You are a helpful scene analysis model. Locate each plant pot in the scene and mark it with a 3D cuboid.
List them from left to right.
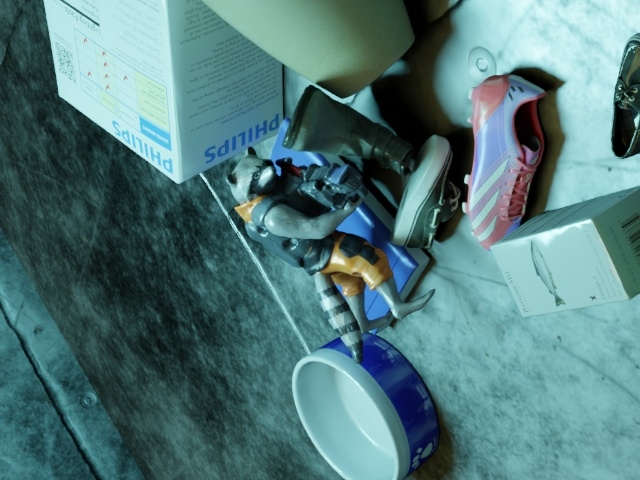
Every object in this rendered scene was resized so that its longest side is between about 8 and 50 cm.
[{"bbox_3d":[-0.013,-0.325,1.339,0.274,0.256,0.256,50,150,-15],"label":"plant pot"}]

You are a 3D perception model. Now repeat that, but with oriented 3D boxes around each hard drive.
[{"bbox_3d":[0.026,-0.024,1.674,0.319,0.040,0.210,49,146,18],"label":"hard drive"}]

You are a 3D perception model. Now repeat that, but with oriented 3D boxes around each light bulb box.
[{"bbox_3d":[-0.252,-0.349,1.641,0.358,0.225,0.361,35,140,34],"label":"light bulb box"}]

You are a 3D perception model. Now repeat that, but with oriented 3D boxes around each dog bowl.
[{"bbox_3d":[0.074,0.292,1.791,0.265,0.104,0.265,35,140,36],"label":"dog bowl"}]

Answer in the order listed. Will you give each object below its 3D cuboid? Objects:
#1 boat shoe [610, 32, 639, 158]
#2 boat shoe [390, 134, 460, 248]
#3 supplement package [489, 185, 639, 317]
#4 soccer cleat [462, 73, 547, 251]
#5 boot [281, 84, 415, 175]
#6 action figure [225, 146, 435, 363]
[{"bbox_3d":[0.340,-0.153,1.135,0.049,0.040,0.142,26,134,43],"label":"boat shoe"},{"bbox_3d":[0.155,-0.063,1.443,0.070,0.078,0.219,14,146,-3],"label":"boat shoe"},{"bbox_3d":[0.311,0.016,1.246,0.179,0.105,0.105,-20,98,58],"label":"supplement package"},{"bbox_3d":[0.235,-0.087,1.303,0.095,0.083,0.248,21,128,40],"label":"soccer cleat"},{"bbox_3d":[0.050,-0.136,1.380,0.161,0.246,0.084,25,103,8],"label":"boot"},{"bbox_3d":[0.000,0.000,1.466,0.330,0.178,0.341,44,173,-2],"label":"action figure"}]
